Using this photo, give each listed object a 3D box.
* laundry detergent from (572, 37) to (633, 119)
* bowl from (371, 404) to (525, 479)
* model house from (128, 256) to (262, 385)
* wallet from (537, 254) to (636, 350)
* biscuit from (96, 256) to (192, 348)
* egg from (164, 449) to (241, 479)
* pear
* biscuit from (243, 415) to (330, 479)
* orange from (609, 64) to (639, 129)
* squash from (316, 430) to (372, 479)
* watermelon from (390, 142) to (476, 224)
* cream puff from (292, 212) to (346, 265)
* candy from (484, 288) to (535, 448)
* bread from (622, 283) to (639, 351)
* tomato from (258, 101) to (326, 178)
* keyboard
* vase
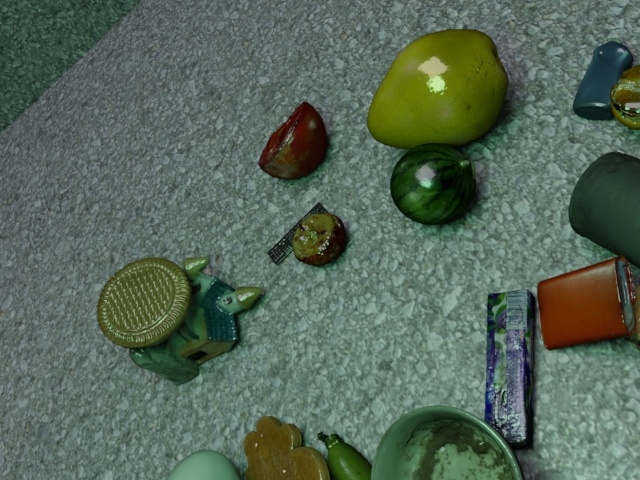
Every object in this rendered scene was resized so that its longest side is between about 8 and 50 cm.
[{"bbox_3d":[0.637,-0.369,1.509,0.096,0.061,0.206,7,67,44],"label":"laundry detergent"},{"bbox_3d":[0.248,0.444,1.220,0.289,0.146,0.289,-9,74,33],"label":"bowl"},{"bbox_3d":[-0.308,0.173,1.736,0.325,0.194,0.267,-25,53,15],"label":"model house"},{"bbox_3d":[0.492,0.121,1.260,0.204,0.045,0.142,146,127,-60],"label":"wallet"},{"bbox_3d":[-0.430,0.150,1.652,0.259,0.079,0.259,-7,59,12],"label":"biscuit"},{"bbox_3d":[-0.259,0.625,1.410,0.230,0.230,0.371,-17,51,25],"label":"egg"},{"bbox_3d":[0.268,-0.349,1.588,0.336,0.285,0.285,-7,60,15],"label":"pear"},{"bbox_3d":[-0.078,0.513,1.469,0.202,0.044,0.288,-56,43,9],"label":"biscuit"},{"bbox_3d":[0.681,-0.293,1.403,0.170,0.112,0.160,-11,44,1],"label":"orange"},{"bbox_3d":[0.089,0.497,1.353,0.087,0.087,0.331,-47,47,2],"label":"squash"},{"bbox_3d":[0.262,-0.134,1.528,0.214,0.188,0.188,-41,44,40],"label":"watermelon"},{"bbox_3d":[0.000,0.000,1.697,0.149,0.084,0.149,-19,52,26],"label":"cream puff"},{"bbox_3d":[0.372,0.247,1.325,0.088,0.061,0.312,-7,60,31],"label":"candy"},{"bbox_3d":[0.596,0.151,1.224,0.106,0.082,0.125,-35,39,-2],"label":"bread"},{"bbox_3d":[-0.063,-0.255,1.852,0.200,0.139,0.233,-62,16,-21],"label":"tomato"},{"bbox_3d":[-0.060,-0.018,1.795,0.198,0.010,0.063,-44,47,4],"label":"keyboard"},{"bbox_3d":[0.617,-0.039,1.223,0.245,0.245,0.291,-49,44,-1],"label":"vase"}]
